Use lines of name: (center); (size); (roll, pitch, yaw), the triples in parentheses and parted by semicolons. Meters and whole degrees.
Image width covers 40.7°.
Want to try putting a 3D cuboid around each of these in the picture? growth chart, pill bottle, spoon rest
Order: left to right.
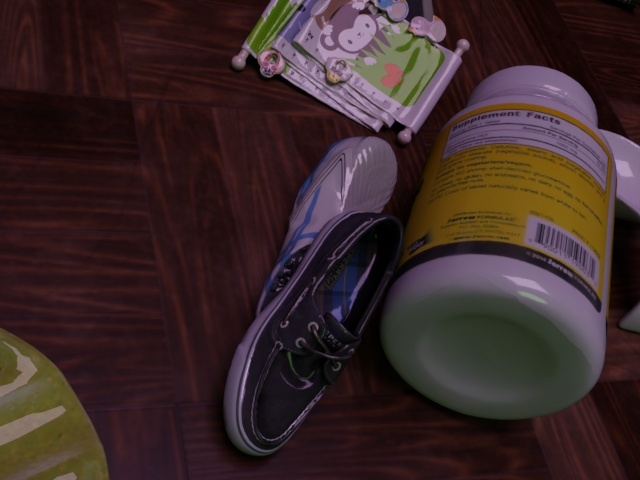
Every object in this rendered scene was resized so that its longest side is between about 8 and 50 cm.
growth chart: (0.040, -0.216, 0.976); (0.237, 0.021, 0.172); (25, 78, -6)
pill bottle: (0.179, -0.016, 0.816); (0.188, 0.188, 0.334); (26, 47, -4)
spoon rest: (0.359, -0.029, 0.986); (0.137, 0.084, 0.276); (13, 51, -16)

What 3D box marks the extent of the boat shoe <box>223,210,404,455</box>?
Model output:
boat shoe: (0.004, 0.069, 0.695); (0.080, 0.076, 0.228); (44, 63, -22)

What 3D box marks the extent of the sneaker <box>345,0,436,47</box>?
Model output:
sneaker: (0.068, -0.304, 1.062); (0.118, 0.083, 0.222); (7, 53, -20)

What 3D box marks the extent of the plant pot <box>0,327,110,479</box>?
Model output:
plant pot: (-0.215, 0.172, 0.432); (0.276, 0.254, 0.276); (14, 49, -17)

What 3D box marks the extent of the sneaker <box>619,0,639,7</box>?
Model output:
sneaker: (0.482, -0.405, 1.354); (0.192, 0.064, 0.086); (-14, 56, -37)

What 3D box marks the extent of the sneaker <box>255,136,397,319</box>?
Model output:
sneaker: (0.000, 0.000, 0.805); (0.085, 0.086, 0.237); (45, 55, -26)
